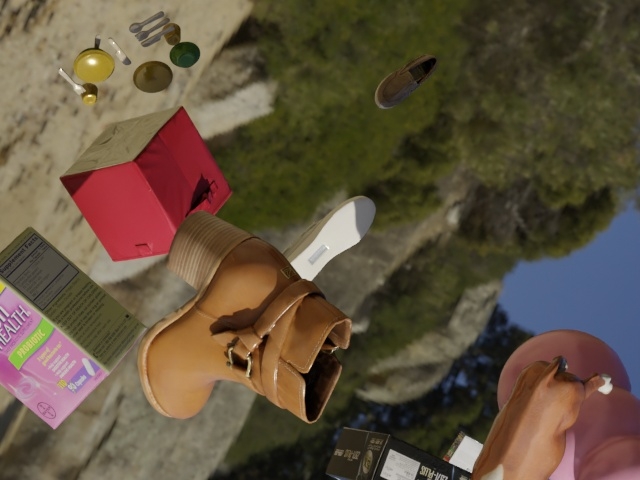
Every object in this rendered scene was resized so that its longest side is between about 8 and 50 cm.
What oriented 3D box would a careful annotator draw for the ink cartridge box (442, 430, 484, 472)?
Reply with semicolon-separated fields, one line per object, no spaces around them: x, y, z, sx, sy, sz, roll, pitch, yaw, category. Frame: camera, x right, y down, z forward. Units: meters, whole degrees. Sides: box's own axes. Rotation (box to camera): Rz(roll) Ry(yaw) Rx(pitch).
0.291;0.464;2.493;0.115;0.063;0.029;-57;-159;2;ink cartridge box

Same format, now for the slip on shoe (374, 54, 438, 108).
0.154;-0.283;2.106;0.135;0.051;0.041;-35;-169;-15;slip on shoe

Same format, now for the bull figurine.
0.260;0.280;1.548;0.188;0.101;0.310;-7;130;-55;bull figurine

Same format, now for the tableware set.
-0.225;-0.211;1.415;0.154;0.104;0.024;-28;-134;10;tableware set

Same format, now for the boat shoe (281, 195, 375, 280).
0.000;0.000;1.731;0.184;0.066;0.063;-48;-146;-4;boat shoe

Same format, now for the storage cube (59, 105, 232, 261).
-0.310;-0.099;2.119;0.215;0.193;0.184;-8;-146;35;storage cube

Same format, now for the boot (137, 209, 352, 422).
-0.077;0.128;1.277;0.109;0.220;0.283;-20;136;-49;boot

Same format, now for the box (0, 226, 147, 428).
-0.433;0.140;1.854;0.213;0.243;0.117;-42;-172;43;box

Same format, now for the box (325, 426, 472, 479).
0.123;0.345;1.738;0.147;0.180;0.077;-7;-123;64;box

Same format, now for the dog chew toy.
0.400;0.283;1.772;0.207;0.206;0.332;-62;-148;24;dog chew toy
